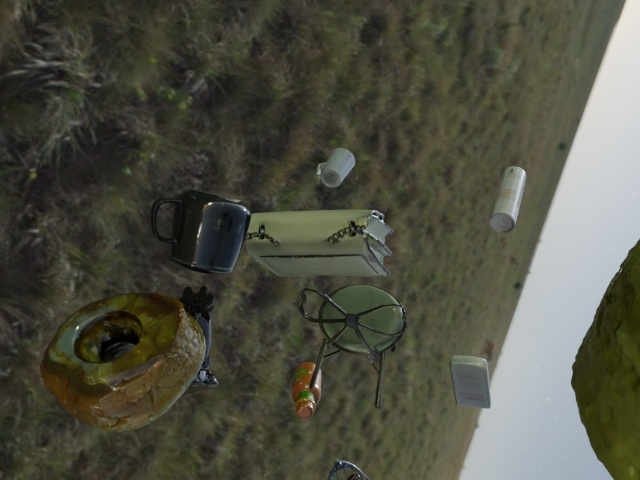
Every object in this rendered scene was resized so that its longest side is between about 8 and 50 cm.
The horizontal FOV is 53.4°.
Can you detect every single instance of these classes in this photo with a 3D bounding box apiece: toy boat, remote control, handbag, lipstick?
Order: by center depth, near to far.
[{"bbox_3d":[0.298,-0.067,1.009,0.141,0.040,0.040,-59,160,-46],"label":"lipstick"},{"bbox_3d":[0.079,0.582,1.329,0.115,0.114,0.262,-123,-165,-70],"label":"toy boat"},{"bbox_3d":[0.355,0.335,1.505,0.190,0.087,0.029,70,30,-42],"label":"remote control"},{"bbox_3d":[0.000,0.000,1.755,0.237,0.358,0.160,36,56,-63],"label":"handbag"}]

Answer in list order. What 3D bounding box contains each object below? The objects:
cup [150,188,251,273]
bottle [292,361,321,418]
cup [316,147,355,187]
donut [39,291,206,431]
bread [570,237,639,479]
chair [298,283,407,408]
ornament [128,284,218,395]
[{"bbox_3d":[-0.270,-0.022,1.393,0.223,0.169,0.177,10,97,-35],"label":"cup"},{"bbox_3d":[-0.031,0.341,1.436,0.187,0.069,0.069,-92,-163,-76],"label":"bottle"},{"bbox_3d":[0.034,-0.203,1.804,0.116,0.104,0.074,-59,139,-48],"label":"cup"},{"bbox_3d":[-0.411,0.233,1.301,0.330,0.330,0.160,-61,150,-27],"label":"donut"},{"bbox_3d":[0.456,0.120,0.657,0.348,0.348,0.308,-56,151,-39],"label":"bread"},{"bbox_3d":[0.066,0.138,1.049,0.326,0.159,0.170,91,18,-48],"label":"chair"},{"bbox_3d":[-0.348,0.236,1.484,0.106,0.251,0.260,31,43,-54],"label":"ornament"}]
